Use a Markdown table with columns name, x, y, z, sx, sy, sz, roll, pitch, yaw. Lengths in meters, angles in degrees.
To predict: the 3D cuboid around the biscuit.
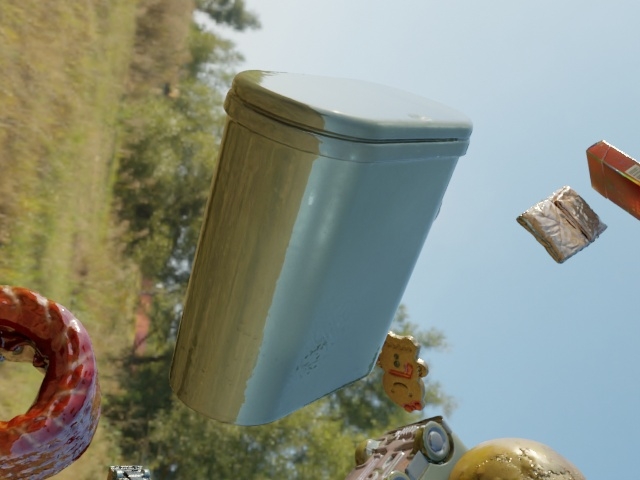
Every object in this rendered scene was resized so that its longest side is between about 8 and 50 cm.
| name | x | y | z | sx | sy | sz | roll | pitch | yaw |
| --- | --- | --- | --- | --- | --- | --- | --- | --- | --- |
| biscuit | 0.214 | 0.352 | 2.089 | 0.166 | 0.036 | 0.225 | 10 | -66 | 37 |

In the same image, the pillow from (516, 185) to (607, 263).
| name | x | y | z | sx | sy | sz | roll | pitch | yaw |
| --- | --- | --- | --- | --- | --- | --- | --- | --- | --- |
| pillow | 0.470 | -0.035 | 1.511 | 0.126 | 0.232 | 0.043 | 52 | -49 | 11 |

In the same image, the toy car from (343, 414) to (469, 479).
| name | x | y | z | sx | sy | sz | roll | pitch | yaw |
| --- | --- | --- | --- | --- | --- | --- | --- | --- | --- |
| toy car | 0.166 | 0.542 | 1.628 | 0.242 | 0.226 | 0.336 | -30 | -173 | 43 |

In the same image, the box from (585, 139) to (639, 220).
| name | x | y | z | sx | sy | sz | roll | pitch | yaw |
| --- | --- | --- | --- | --- | --- | --- | --- | --- | --- |
| box | 0.606 | -0.113 | 1.563 | 0.175 | 0.048 | 0.112 | 50 | -8 | 48 |

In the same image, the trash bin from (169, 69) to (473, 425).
| name | x | y | z | sx | sy | sz | roll | pitch | yaw |
| --- | --- | --- | --- | --- | --- | --- | --- | --- | --- |
| trash bin | 0.000 | 0.000 | 0.630 | 0.243 | 0.121 | 0.247 | -13 | 126 | -54 |

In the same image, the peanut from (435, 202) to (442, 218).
| name | x | y | z | sx | sy | sz | roll | pitch | yaw |
| --- | --- | --- | --- | --- | --- | --- | --- | --- | --- |
| peanut | 0.118 | -0.077 | 1.286 | 0.253 | 0.137 | 0.122 | -106 | -168 | -74 |

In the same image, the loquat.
| name | x | y | z | sx | sy | sz | roll | pitch | yaw |
| --- | --- | --- | --- | --- | --- | --- | --- | --- | --- |
| loquat | 0.293 | 0.407 | 1.156 | 0.235 | 0.235 | 0.235 | -172 | -90 | -79 |

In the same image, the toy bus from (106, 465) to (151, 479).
| name | x | y | z | sx | sy | sz | roll | pitch | yaw |
| --- | --- | --- | --- | --- | --- | --- | --- | --- | --- |
| toy bus | -0.421 | 0.593 | 1.791 | 0.182 | 0.091 | 0.103 | 23 | -82 | 52 |

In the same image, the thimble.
| name | x | y | z | sx | sy | sz | roll | pitch | yaw |
| --- | --- | --- | --- | --- | --- | --- | --- | --- | --- |
| thimble | -0.581 | 0.269 | 1.448 | 0.230 | 0.350 | 0.350 | 111 | -17 | -57 |
